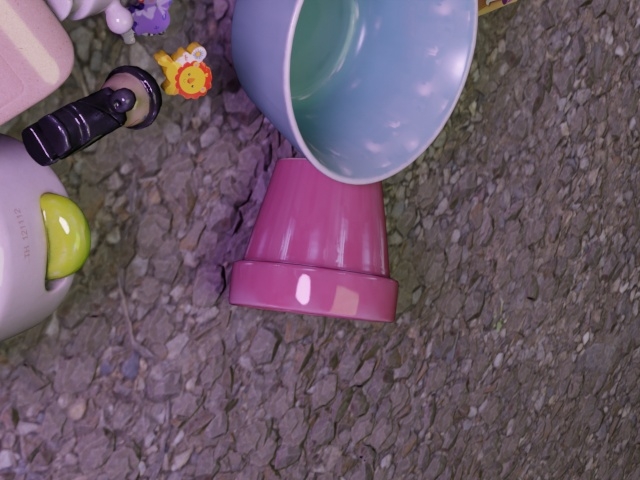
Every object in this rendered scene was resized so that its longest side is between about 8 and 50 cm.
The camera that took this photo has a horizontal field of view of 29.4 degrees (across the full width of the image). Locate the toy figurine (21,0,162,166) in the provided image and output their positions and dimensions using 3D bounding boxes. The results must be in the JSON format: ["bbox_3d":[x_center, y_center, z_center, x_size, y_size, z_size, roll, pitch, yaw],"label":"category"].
[{"bbox_3d":[-0.242,-0.189,1.055,0.148,0.213,0.210,-38,143,-51],"label":"toy figurine"}]

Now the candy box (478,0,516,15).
[{"bbox_3d":[0.208,-0.393,1.597,0.109,0.053,0.187,-27,125,-38],"label":"candy box"}]

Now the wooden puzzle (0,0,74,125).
[{"bbox_3d":[-0.410,-0.168,0.895,0.348,0.080,0.322,-33,120,4],"label":"wooden puzzle"}]

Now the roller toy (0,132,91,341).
[{"bbox_3d":[-0.326,0.006,1.068,0.209,0.191,0.146,-48,172,23],"label":"roller toy"}]

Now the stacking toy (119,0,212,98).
[{"bbox_3d":[-0.167,-0.260,1.151,0.052,0.167,0.221,-20,124,-15],"label":"stacking toy"}]

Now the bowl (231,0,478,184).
[{"bbox_3d":[0.019,-0.233,1.377,0.311,0.163,0.312,-23,124,-40],"label":"bowl"}]

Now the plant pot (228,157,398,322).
[{"bbox_3d":[0.000,0.000,1.460,0.201,0.201,0.180,12,84,-50],"label":"plant pot"}]
